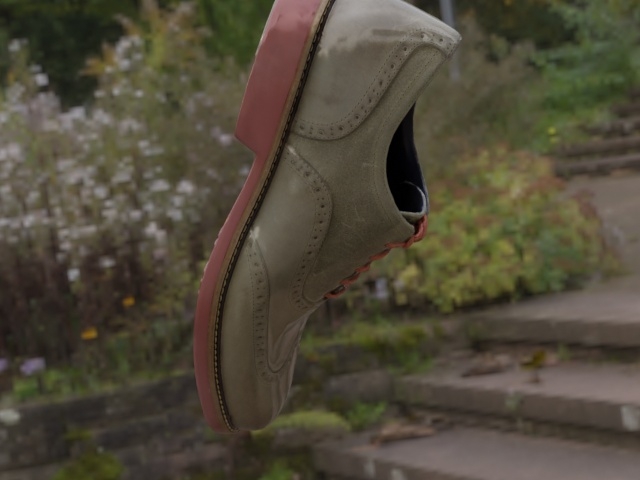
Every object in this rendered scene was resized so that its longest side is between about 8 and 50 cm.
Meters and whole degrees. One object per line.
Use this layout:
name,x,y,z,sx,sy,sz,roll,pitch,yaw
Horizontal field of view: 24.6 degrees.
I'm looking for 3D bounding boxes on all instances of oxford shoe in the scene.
oxford shoe,0.000,0.000,0.968,0.130,0.348,0.123,17,33,6
